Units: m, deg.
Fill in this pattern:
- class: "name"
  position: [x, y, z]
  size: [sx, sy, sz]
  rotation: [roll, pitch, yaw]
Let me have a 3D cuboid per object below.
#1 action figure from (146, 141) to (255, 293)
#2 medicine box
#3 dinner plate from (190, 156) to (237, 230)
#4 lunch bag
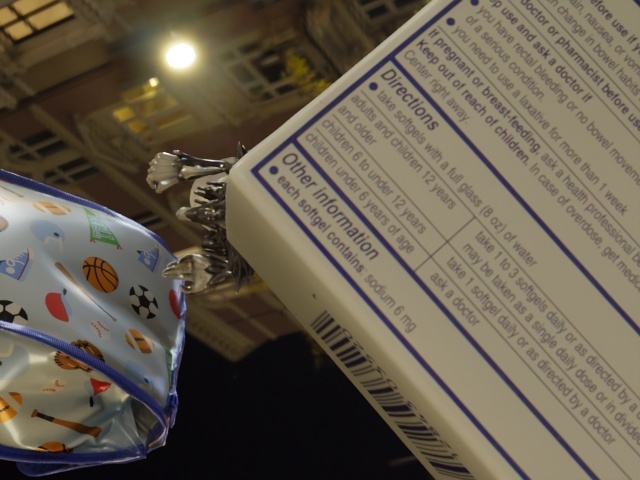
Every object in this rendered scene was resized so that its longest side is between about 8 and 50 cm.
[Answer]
- class: "action figure"
  position: [-0.122, -0.020, 1.125]
  size: [0.276, 0.140, 0.164]
  rotation: [124, 143, -87]
- class: "medicine box"
  position: [0.141, -0.012, 0.522]
  size: [0.263, 0.289, 0.149]
  rotation: [48, 169, 4]
- class: "dinner plate"
  position: [-0.125, -0.061, 1.490]
  size: [0.141, 0.141, 0.017]
  rotation: [57, -169, -32]
- class: "lunch bag"
  position: [-0.356, 0.095, 1.203]
  size: [0.385, 0.239, 0.328]
  rotation: [16, -149, -14]
